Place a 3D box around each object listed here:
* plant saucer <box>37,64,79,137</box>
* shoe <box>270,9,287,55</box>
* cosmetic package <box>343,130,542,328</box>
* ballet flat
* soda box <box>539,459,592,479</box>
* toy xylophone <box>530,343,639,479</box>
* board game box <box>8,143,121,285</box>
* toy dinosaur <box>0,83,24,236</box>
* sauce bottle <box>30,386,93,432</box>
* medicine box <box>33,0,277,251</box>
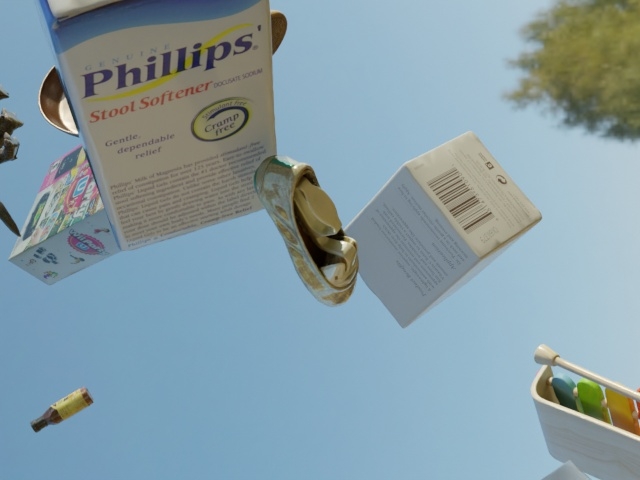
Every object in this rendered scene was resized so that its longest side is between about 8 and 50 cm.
[{"bbox_3d":[-0.224,-0.166,1.100,0.029,0.168,0.168,75,-151,-49],"label":"plant saucer"},{"bbox_3d":[-0.135,-0.225,1.253,0.219,0.058,0.076,-41,-28,-15],"label":"shoe"},{"bbox_3d":[0.149,-0.014,1.289,0.151,0.184,0.151,-29,-103,-42],"label":"cosmetic package"},{"bbox_3d":[0.000,0.000,0.814,0.057,0.052,0.168,-58,-45,-27],"label":"ballet flat"},{"bbox_3d":[0.246,0.364,1.215,0.216,0.074,0.069,-30,-55,-12],"label":"soda box"},{"bbox_3d":[0.412,0.251,1.380,0.081,0.322,0.236,-36,-51,-27],"label":"toy xylophone"},{"bbox_3d":[-0.359,-0.076,1.642,0.097,0.303,0.224,38,-133,-32],"label":"board game box"},{"bbox_3d":[-0.432,-0.102,1.180,0.313,0.160,0.121,49,-166,12],"label":"toy dinosaur"},{"bbox_3d":[-0.516,0.339,1.996,0.128,0.042,0.042,-30,-54,-9],"label":"sauce bottle"},{"bbox_3d":[-0.148,-0.184,0.806,0.289,0.149,0.263,90,158,-59],"label":"medicine box"}]
